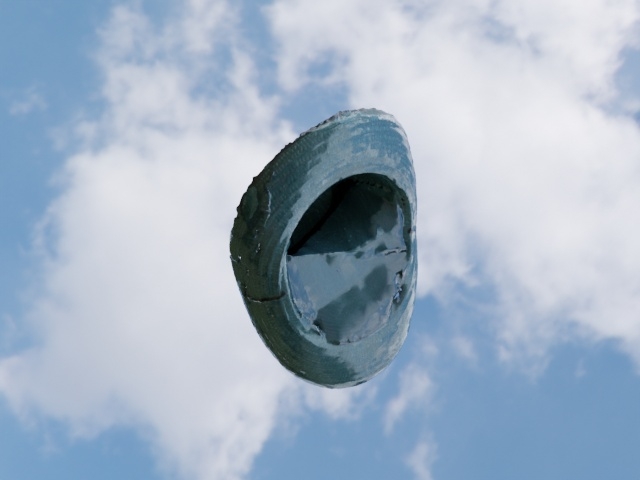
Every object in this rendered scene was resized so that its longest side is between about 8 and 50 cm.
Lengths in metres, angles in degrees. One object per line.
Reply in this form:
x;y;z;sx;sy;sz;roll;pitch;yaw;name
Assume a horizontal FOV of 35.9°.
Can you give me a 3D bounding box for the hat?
0.000;0.000;0.637;0.078;0.138;0.191;27;-47;46;hat
